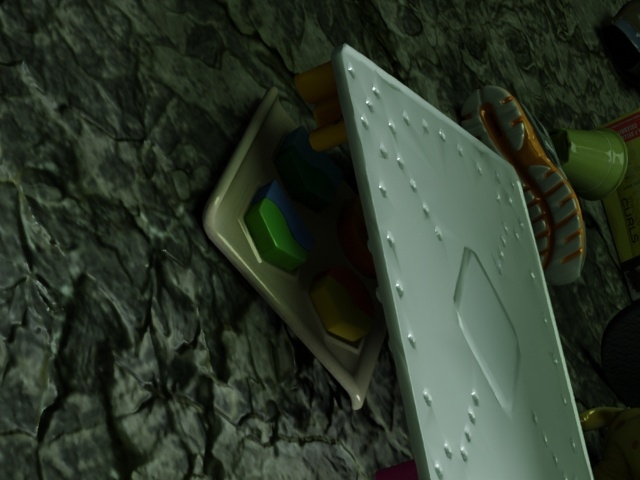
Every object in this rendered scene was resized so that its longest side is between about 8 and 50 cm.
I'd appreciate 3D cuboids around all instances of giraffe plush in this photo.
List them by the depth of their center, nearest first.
[{"bbox_3d":[0.340,0.192,1.454,0.181,0.170,0.210,17,45,-20],"label":"giraffe plush"}]

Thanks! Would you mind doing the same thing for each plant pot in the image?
[{"bbox_3d":[0.280,-0.091,1.739,0.079,0.083,0.083,13,57,-40],"label":"plant pot"}]

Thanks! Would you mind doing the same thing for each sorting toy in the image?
[{"bbox_3d":[0.000,0.000,1.234,0.208,0.038,0.193,53,31,-21],"label":"sorting toy"}]

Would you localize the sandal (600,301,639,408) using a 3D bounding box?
[{"bbox_3d":[0.366,0.150,1.674,0.254,0.097,0.054,56,29,-37],"label":"sandal"}]

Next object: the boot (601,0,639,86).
[{"bbox_3d":[0.441,-0.215,2.119,0.106,0.082,0.219,-25,95,-39],"label":"boot"}]

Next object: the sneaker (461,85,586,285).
[{"bbox_3d":[0.217,-0.057,1.594,0.083,0.084,0.215,6,62,-63],"label":"sneaker"}]

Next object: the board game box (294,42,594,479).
[{"bbox_3d":[0.116,0.078,1.288,0.390,0.050,0.390,26,49,-60],"label":"board game box"}]

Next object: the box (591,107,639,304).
[{"bbox_3d":[0.383,-0.033,1.842,0.058,0.087,0.232,20,53,-52],"label":"box"}]
